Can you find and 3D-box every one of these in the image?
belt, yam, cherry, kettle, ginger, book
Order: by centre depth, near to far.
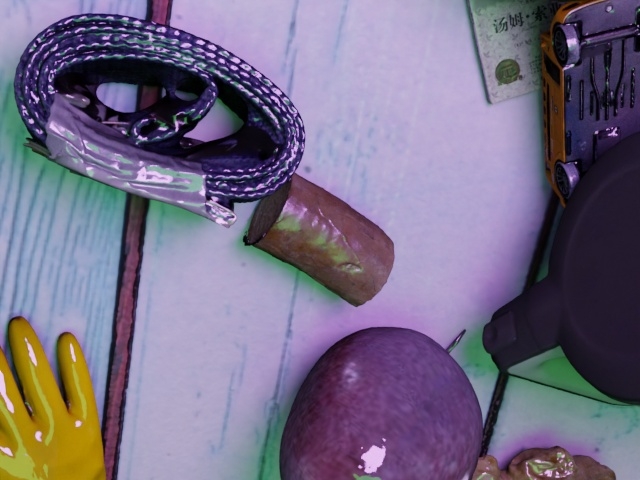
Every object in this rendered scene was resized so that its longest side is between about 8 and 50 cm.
[{"bbox_3d":[-0.134,-0.096,0.761,0.230,0.126,0.140,17,86,-13],"label":"belt"},{"bbox_3d":[0.190,-0.221,0.809,0.127,0.014,0.182,-17,114,0],"label":"book"},{"bbox_3d":[0.377,0.070,0.825,0.376,0.250,0.361,13,153,-26],"label":"kettle"},{"bbox_3d":[0.000,-0.003,0.842,0.127,0.084,0.084,31,105,-23],"label":"yam"},{"bbox_3d":[0.054,0.191,0.865,0.183,0.266,0.213,17,112,24],"label":"cherry"},{"bbox_3d":[0.254,0.280,0.994,0.213,0.074,0.137,1,122,-4],"label":"ginger"}]

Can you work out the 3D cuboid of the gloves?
[{"bbox_3d":[-0.274,0.208,0.894,0.133,0.116,0.294,-22,107,-28],"label":"gloves"}]

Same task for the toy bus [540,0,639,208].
[{"bbox_3d":[0.236,-0.128,0.802,0.083,0.088,0.194,-13,124,-4],"label":"toy bus"}]
